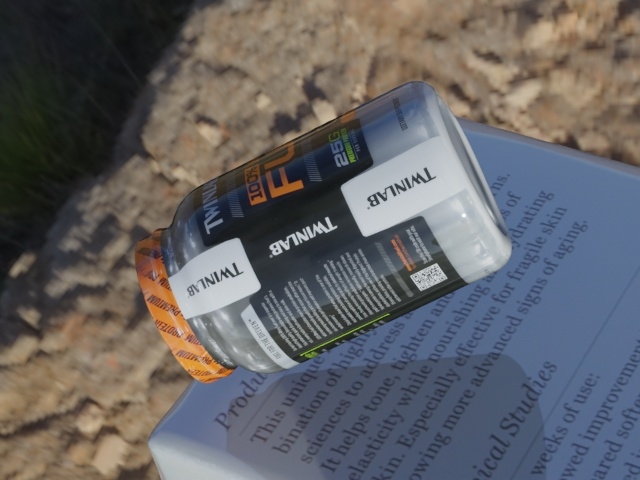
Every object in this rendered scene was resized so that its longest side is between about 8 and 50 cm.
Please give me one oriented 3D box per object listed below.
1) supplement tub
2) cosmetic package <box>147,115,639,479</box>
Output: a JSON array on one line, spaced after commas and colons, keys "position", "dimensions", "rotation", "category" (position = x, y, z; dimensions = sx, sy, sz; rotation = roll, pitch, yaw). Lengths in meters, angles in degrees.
[{"position": [0.000, 0.000, 0.963], "dimensions": [0.190, 0.117, 0.117], "rotation": [-26, 72, 10], "category": "supplement tub"}, {"position": [0.164, 0.169, 1.128], "dimensions": [0.393, 0.327, 0.329], "rotation": [19, 54, 28], "category": "cosmetic package"}]
